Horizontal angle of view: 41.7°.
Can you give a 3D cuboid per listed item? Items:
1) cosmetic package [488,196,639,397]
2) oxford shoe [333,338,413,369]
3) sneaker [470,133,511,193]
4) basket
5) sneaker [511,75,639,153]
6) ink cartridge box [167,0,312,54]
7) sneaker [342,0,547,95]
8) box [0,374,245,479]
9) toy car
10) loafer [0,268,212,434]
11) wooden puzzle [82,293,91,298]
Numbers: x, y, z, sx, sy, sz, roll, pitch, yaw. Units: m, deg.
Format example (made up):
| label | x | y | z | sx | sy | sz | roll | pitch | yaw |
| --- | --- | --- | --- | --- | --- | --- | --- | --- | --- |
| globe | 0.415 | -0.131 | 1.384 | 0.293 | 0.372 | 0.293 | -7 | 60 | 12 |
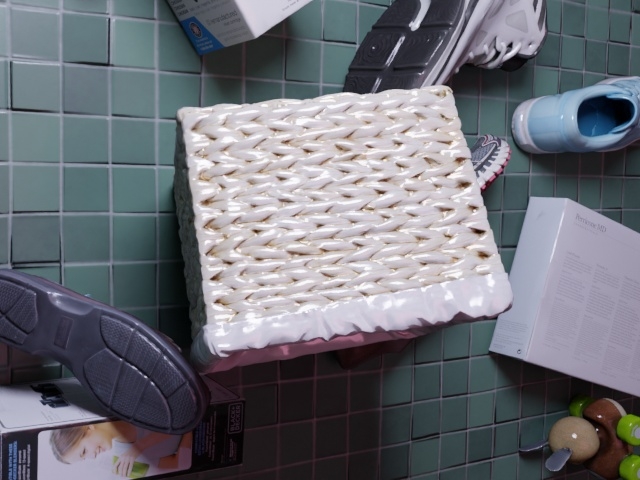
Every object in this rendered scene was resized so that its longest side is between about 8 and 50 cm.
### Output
| label | x | y | z | sx | sy | sz | roll | pitch | yaw |
| --- | --- | --- | --- | --- | --- | --- | --- | --- | --- |
| cosmetic package | 0.497 | 0.112 | 1.518 | 0.377 | 0.097 | 0.284 | 20 | 85 | -32 |
| oxford shoe | 0.126 | 0.108 | 1.299 | 0.272 | 0.097 | 0.098 | -23 | 126 | -24 |
| sneaker | 0.184 | -0.087 | 1.296 | 0.112 | 0.121 | 0.299 | 47 | 58 | 6 |
| basket | 0.000 | 0.000 | 0.989 | 0.332 | 0.328 | 0.266 | -7 | 80 | -12 |
| sneaker | 0.514 | -0.213 | 1.466 | 0.366 | 0.150 | 0.135 | -18 | 105 | -30 |
| ink cartridge box | -0.116 | -0.381 | 1.039 | 0.168 | 0.171 | 0.232 | -40 | 113 | -23 |
| sneaker | 0.222 | -0.282 | 1.252 | 0.257 | 0.169 | 0.447 | 37 | 76 | -38 |
| box | -0.256 | 0.224 | 1.010 | 0.290 | 0.169 | 0.087 | -1 | 98 | -34 |
| toy car | 0.458 | 0.370 | 1.492 | 0.189 | 0.155 | 0.148 | -11 | 100 | -22 |
| loafer | -0.247 | 0.112 | 0.955 | 0.303 | 0.095 | 0.109 | 27 | 102 | 10 |
| wooden puzzle | -0.310 | 0.095 | 1.057 | 0.083 | 0.006 | 0.049 | -12 | 101 | -31 |
